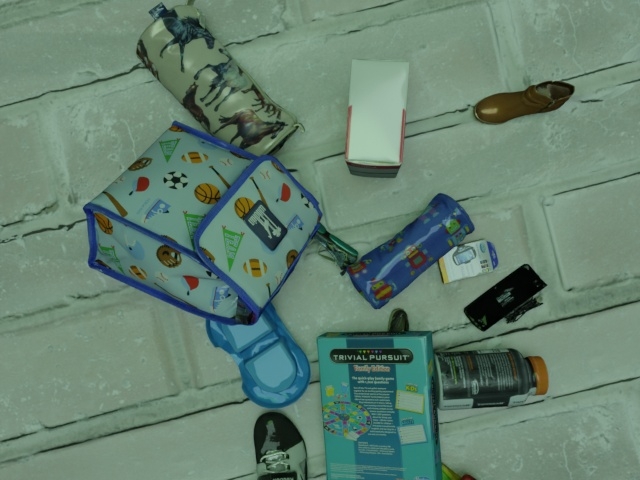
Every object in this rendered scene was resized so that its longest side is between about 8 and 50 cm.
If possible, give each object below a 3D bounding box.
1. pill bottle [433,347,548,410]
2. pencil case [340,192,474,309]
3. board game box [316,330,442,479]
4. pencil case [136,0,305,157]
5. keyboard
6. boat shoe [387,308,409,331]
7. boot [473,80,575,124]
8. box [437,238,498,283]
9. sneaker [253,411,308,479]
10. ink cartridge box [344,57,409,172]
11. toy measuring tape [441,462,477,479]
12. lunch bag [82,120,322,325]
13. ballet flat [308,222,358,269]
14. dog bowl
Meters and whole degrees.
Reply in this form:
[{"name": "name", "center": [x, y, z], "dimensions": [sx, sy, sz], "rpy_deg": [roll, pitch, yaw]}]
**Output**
[{"name": "pill bottle", "center": [0.382, 0.312, 1.381], "dimensions": [0.245, 0.130, 0.131], "rpy_deg": [-3, 91, 1]}, {"name": "pencil case", "center": [0.198, 0.024, 1.381], "dimensions": [0.306, 0.133, 0.119], "rpy_deg": [-39, 105, 0]}, {"name": "board game box", "center": [0.132, 0.377, 1.373], "dimensions": [0.253, 0.079, 0.336], "rpy_deg": [-4, 90, 21]}, {"name": "pencil case", "center": [-0.223, -0.342, 1.365], "dimensions": [0.410, 0.160, 0.183], "rpy_deg": [47, 113, 0]}, {"name": "keyboard", "center": [0.440, 0.147, 1.435], "dimensions": [0.192, 0.038, 0.100], "rpy_deg": [-36, 67, 2]}, {"name": "boat shoe", "center": [0.176, 0.236, 1.423], "dimensions": [0.056, 0.049, 0.152], "rpy_deg": [3, 91, 0]}, {"name": "boot", "center": [0.452, -0.315, 1.361], "dimensions": [0.197, 0.152, 0.073], "rpy_deg": [-10, 91, 1]}, {"name": "box", "center": [0.344, 0.047, 1.431], "dimensions": [0.136, 0.028, 0.081], "rpy_deg": [-13, 90, -2]}, {"name": "sneaker", "center": [-0.084, 0.562, 1.385], "dimensions": [0.122, 0.146, 0.331], "rpy_deg": [-12, 89, 2]}, {"name": "ink cartridge box", "center": [0.119, -0.247, 1.303], "dimensions": [0.117, 0.283, 0.207], "rpy_deg": [4, 91, 4]}, {"name": "toy measuring tape", "center": [0.277, 0.559, 1.394], "dimensions": [0.330, 0.121, 0.121], "rpy_deg": [38, 91, 0]}, {"name": "lunch bag", "center": [-0.222, -0.033, 1.246], "dimensions": [0.385, 0.239, 0.328], "rpy_deg": [26, 49, 8]}, {"name": "ballet flat", "center": [0.000, 0.000, 1.418], "dimensions": [0.188, 0.070, 0.070], "rpy_deg": [40, 91, 3]}, {"name": "dog bowl", "center": [-0.141, 0.243, 1.416], "dimensions": [0.166, 0.074, 0.297], "rpy_deg": [-33, 90, 1]}]
